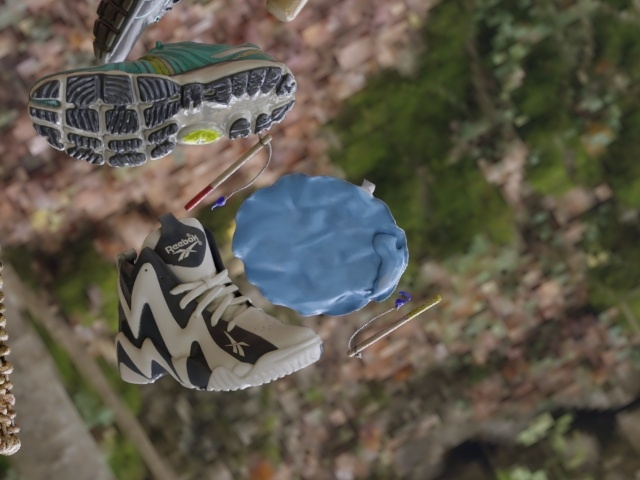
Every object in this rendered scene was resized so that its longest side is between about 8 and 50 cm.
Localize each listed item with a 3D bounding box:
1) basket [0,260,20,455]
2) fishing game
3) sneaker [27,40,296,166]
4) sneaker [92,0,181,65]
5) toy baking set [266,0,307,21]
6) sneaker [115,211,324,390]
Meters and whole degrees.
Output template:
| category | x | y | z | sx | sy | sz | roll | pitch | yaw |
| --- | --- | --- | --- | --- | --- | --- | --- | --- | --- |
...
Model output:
| category | x | y | z | sx | sy | sz | roll | pitch | yaw |
| --- | --- | --- | --- | --- | --- | --- | --- | --- | --- |
| basket | -0.433 | 0.096 | 1.786 | 0.213 | 0.223 | 0.299 | -10 | -169 | -29 |
| fishing game | 0.000 | 0.000 | 1.973 | 0.189 | 0.264 | 0.041 | -40 | -161 | 33 |
| sneaker | -0.163 | -0.146 | 1.901 | 0.275 | 0.107 | 0.110 | -7 | -145 | -23 |
| sneaker | -0.203 | -0.335 | 2.464 | 0.267 | 0.106 | 0.101 | -60 | -148 | 8 |
| toy baking set | -0.048 | -0.207 | 0.928 | 0.256 | 0.197 | 0.030 | -59 | -162 | -10 |
| sneaker | -0.103 | 0.049 | 1.713 | 0.094 | 0.153 | 0.235 | -19 | -167 | -40 |
